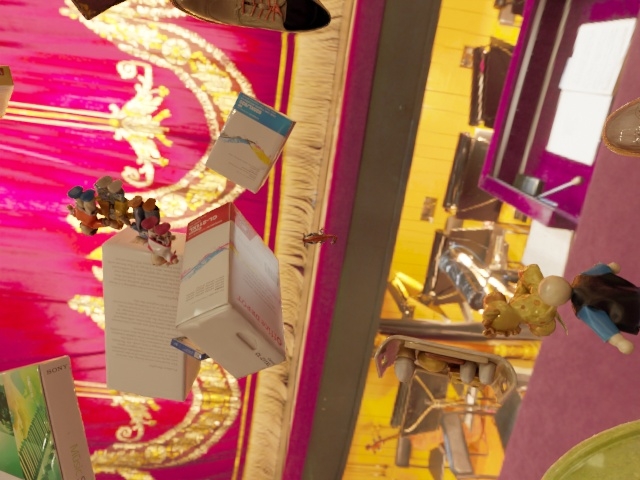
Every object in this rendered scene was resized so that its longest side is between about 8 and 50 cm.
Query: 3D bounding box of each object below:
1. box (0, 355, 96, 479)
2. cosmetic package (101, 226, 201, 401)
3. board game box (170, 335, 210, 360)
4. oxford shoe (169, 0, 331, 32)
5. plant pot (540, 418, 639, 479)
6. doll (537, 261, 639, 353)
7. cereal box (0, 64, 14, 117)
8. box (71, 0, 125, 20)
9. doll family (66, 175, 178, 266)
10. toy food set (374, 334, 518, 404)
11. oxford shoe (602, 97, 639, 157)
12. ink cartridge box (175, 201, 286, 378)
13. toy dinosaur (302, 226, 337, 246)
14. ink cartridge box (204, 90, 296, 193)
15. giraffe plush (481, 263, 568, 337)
[{"bbox_3d":[-0.469,0.307,0.681,0.058,0.322,0.232,-2,-104,-74],"label":"box"},{"bbox_3d":[-0.456,0.204,1.353,0.161,0.230,0.453,-76,-5,-69],"label":"cosmetic package"},{"bbox_3d":[-0.286,0.248,1.135,0.090,0.090,0.020,8,-78,-67],"label":"board game box"},{"bbox_3d":[-0.131,-0.495,0.994,0.130,0.348,0.123,41,132,43],"label":"oxford shoe"},{"bbox_3d":[0.379,0.359,0.451,0.254,0.276,0.276,-88,6,-65],"label":"plant pot"},{"bbox_3d":[0.351,0.080,0.561,0.046,0.189,0.129,93,-161,-47],"label":"doll"},{"bbox_3d":[-0.742,-0.301,0.996,0.240,0.173,0.047,-8,94,52],"label":"cereal box"},{"bbox_3d":[-0.415,-0.536,0.838,0.167,0.168,0.203,56,174,2],"label":"box"},{"bbox_3d":[-0.402,-0.044,1.048,0.163,0.263,0.118,113,-179,-53],"label":"doll family"},{"bbox_3d":[0.285,0.321,1.145,0.220,0.306,0.092,72,-148,-59],"label":"toy food set"},{"bbox_3d":[0.560,-0.195,0.670,0.364,0.133,0.130,-6,83,58],"label":"oxford shoe"},{"bbox_3d":[-0.107,0.059,0.599,0.127,0.072,0.175,57,-164,-40],"label":"ink cartridge box"},{"bbox_3d":[0.000,0.000,1.177,0.090,0.082,0.047,-82,-10,-73],"label":"toy dinosaur"},{"bbox_3d":[-0.200,-0.284,1.416,0.232,0.168,0.171,-61,6,12],"label":"ink cartridge box"},{"bbox_3d":[0.474,0.175,1.189,0.210,0.170,0.181,-82,-23,-68],"label":"giraffe plush"}]
